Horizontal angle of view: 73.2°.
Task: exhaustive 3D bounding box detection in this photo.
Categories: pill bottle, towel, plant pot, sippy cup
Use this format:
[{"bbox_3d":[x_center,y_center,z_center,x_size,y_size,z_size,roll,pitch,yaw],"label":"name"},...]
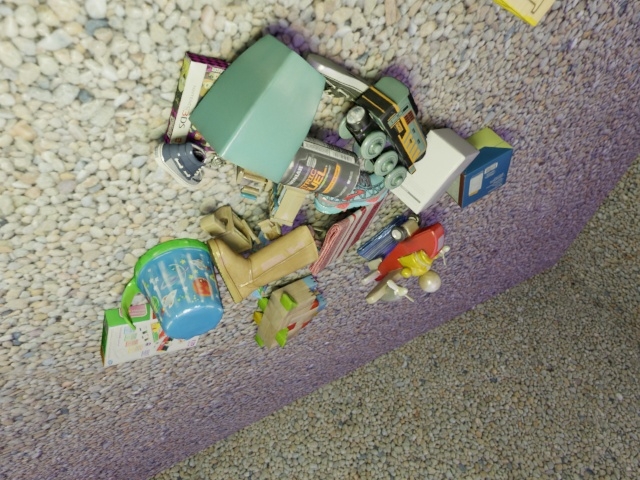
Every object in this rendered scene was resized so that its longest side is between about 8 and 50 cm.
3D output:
[{"bbox_3d":[-0.036,-0.190,1.065,0.246,0.130,0.130,12,129,-28],"label":"pill bottle"},{"bbox_3d":[0.315,0.025,1.837,0.243,0.040,0.336,-40,147,14],"label":"towel"},{"bbox_3d":[-0.114,-0.275,0.876,0.166,0.165,0.234,18,114,-51],"label":"plant pot"},{"bbox_3d":[-0.390,0.152,1.238,0.305,0.224,0.240,-43,146,18],"label":"sippy cup"},{"bbox_3d":[0.099,-0.034,1.460,0.329,0.037,0.237,-36,161,-46],"label":"towel"}]

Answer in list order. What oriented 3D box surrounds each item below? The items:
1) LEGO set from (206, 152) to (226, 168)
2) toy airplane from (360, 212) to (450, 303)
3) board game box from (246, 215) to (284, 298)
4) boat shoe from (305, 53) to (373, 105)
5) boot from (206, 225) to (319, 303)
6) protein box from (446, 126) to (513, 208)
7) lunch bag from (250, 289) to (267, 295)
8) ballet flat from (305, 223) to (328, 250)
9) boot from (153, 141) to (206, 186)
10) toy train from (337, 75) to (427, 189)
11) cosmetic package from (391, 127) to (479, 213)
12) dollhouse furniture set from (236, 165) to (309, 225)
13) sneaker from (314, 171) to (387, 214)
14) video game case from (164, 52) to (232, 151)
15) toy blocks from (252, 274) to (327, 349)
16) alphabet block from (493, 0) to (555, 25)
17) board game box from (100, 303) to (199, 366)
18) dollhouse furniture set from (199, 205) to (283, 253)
[{"bbox_3d":[-0.264,-0.195,1.059,0.083,0.023,0.054,-6,140,-35],"label":"LEGO set"},{"bbox_3d":[0.340,0.108,1.681,0.386,0.272,0.384,-47,168,4],"label":"toy airplane"},{"bbox_3d":[-0.172,0.053,1.340,0.160,0.039,0.211,78,29,-57],"label":"board game box"},{"bbox_3d":[0.041,-0.372,1.025,0.220,0.077,0.070,6,131,-47],"label":"boat shoe"},{"bbox_3d":[-0.150,0.028,1.165,0.270,0.089,0.236,-29,138,-16],"label":"boot"},{"bbox_3d":[0.558,-0.259,1.562,0.200,0.135,0.201,-30,148,-4],"label":"protein box"},{"bbox_3d":[-0.227,0.155,1.543,0.071,0.053,0.083,-18,155,-18],"label":"lunch bag"},{"bbox_3d":[0.000,0.000,1.515,0.079,0.077,0.221,-55,146,0],"label":"ballet flat"},{"bbox_3d":[-0.289,-0.168,0.973,0.086,0.069,0.190,-4,173,8],"label":"boot"},{"bbox_3d":[0.184,-0.271,1.139,0.190,0.142,0.334,-44,146,7],"label":"toy train"},{"bbox_3d":[0.361,-0.229,1.374,0.224,0.138,0.224,-52,166,31],"label":"cosmetic package"},{"bbox_3d":[-0.144,-0.147,1.160,0.184,0.128,0.129,14,130,-21],"label":"dollhouse furniture set"},{"bbox_3d":[0.107,-0.168,1.339,0.262,0.104,0.125,-22,143,-18],"label":"sneaker"},{"bbox_3d":[-0.208,-0.290,0.961,0.232,0.041,0.210,-3,139,-38],"label":"video game case"},{"bbox_3d":[-0.097,0.279,1.738,0.261,0.190,0.381,-22,149,-38],"label":"toy blocks"},{"bbox_3d":[0.427,-0.616,0.917,0.194,0.192,0.197,3,133,-40],"label":"alphabet block"},{"bbox_3d":[-0.556,0.302,1.452,0.317,0.064,0.242,-5,139,-36],"label":"board game box"},{"bbox_3d":[-0.214,-0.064,1.184,0.161,0.101,0.182,-21,150,10],"label":"dollhouse furniture set"}]
